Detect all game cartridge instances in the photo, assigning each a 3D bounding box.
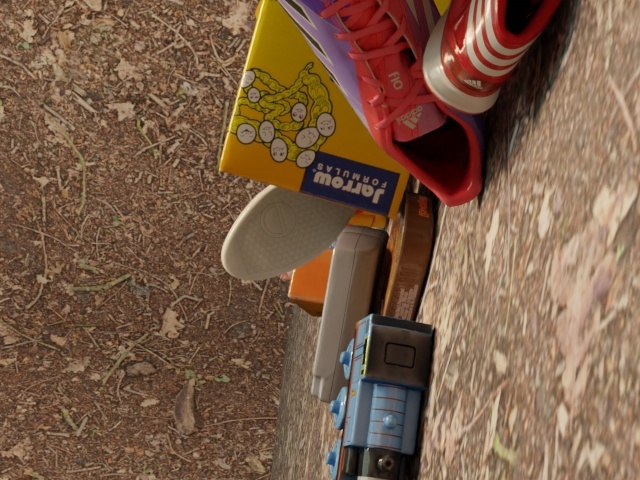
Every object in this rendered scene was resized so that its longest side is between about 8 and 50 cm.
[{"bbox_3d":[0.041,0.081,1.399,0.297,0.062,0.198,5,-81,-84],"label":"game cartridge"}]

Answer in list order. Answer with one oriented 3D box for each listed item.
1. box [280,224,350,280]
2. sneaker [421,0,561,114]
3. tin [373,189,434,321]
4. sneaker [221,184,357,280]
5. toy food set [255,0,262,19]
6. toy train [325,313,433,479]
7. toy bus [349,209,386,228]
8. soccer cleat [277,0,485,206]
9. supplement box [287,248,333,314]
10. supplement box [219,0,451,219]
[{"bbox_3d":[0.000,0.000,2.030,0.257,0.128,0.123,-102,22,-82],"label":"box"},{"bbox_3d":[0.143,-0.206,0.835,0.128,0.087,0.221,137,145,-57],"label":"sneaker"},{"bbox_3d":[0.087,0.036,1.241,0.106,0.040,0.190,-78,0,-54],"label":"tin"},{"bbox_3d":[-0.015,-0.067,1.447,0.296,0.104,0.147,-45,18,-7],"label":"sneaker"},{"bbox_3d":[0.046,-0.271,1.459,0.111,0.232,0.104,-55,0,-39],"label":"toy food set"},{"bbox_3d":[0.054,0.159,1.096,0.105,0.080,0.184,129,151,-72],"label":"toy train"},{"bbox_3d":[0.047,-0.123,1.609,0.211,0.149,0.220,-127,48,-67],"label":"toy bus"},{"bbox_3d":[0.050,-0.144,0.890,0.318,0.108,0.116,46,-154,-50],"label":"soccer cleat"},{"bbox_3d":[0.014,0.066,1.658,0.233,0.078,0.080,60,-140,-76],"label":"supplement box"},{"bbox_3d":[0.033,-0.227,1.244,0.195,0.194,0.356,-91,16,-80],"label":"supplement box"}]
